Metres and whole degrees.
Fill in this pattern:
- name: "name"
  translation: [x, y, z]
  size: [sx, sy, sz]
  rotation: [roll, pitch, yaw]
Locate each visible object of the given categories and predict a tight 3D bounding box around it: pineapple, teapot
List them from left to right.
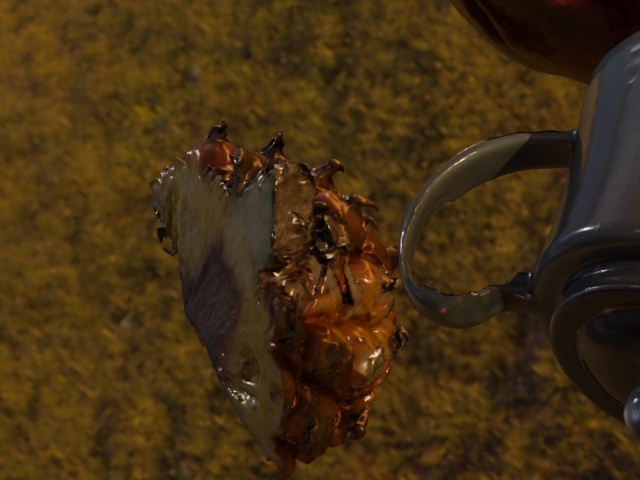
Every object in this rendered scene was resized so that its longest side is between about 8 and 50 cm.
- name: "pineapple"
  translation: [-0.002, -0.004, 0.963]
  size: [0.250, 0.140, 0.164]
  rotation: [-121, 35, -44]
- name: "teapot"
  translation: [0.144, 0.017, 0.615]
  size: [0.239, 0.162, 0.149]
  rotation: [17, 57, 23]

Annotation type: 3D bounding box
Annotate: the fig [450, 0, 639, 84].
- name: "fig"
  translation: [0.112, -0.171, 0.745]
  size: [0.204, 0.249, 0.186]
  rotation: [50, 121, 45]
